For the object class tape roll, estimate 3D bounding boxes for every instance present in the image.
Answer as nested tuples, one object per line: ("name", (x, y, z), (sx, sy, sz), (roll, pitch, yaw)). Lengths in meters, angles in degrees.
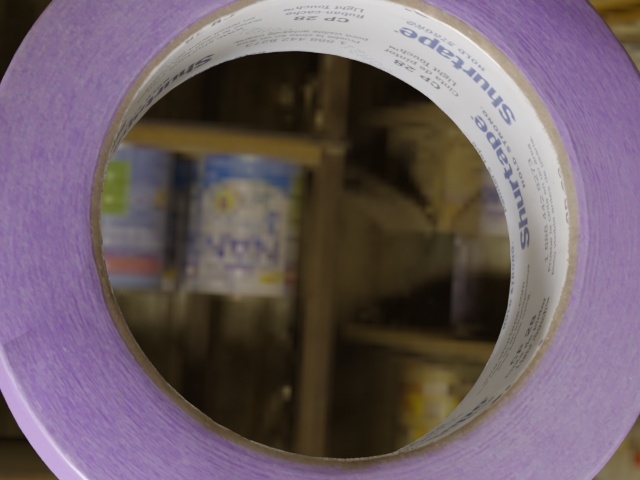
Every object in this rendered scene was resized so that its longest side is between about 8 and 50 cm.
("tape roll", (0.000, 0.000, 0.786), (0.275, 0.274, 0.090), (3, 169, -10))
